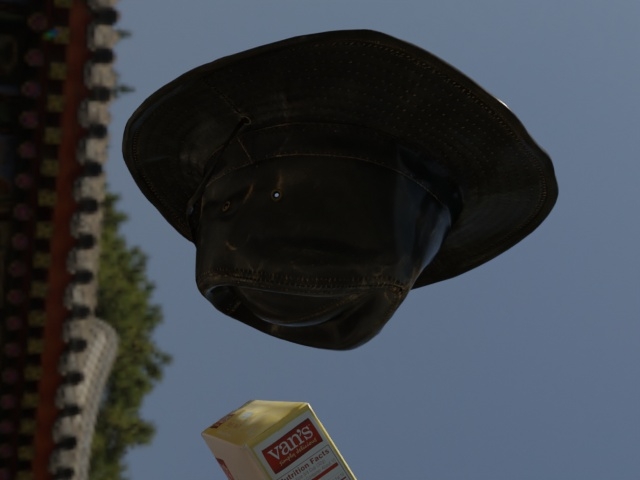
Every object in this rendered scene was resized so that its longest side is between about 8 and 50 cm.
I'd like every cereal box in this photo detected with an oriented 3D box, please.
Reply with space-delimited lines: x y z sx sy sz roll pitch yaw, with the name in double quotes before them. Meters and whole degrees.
"cereal box" 0.020 0.203 0.653 0.240 0.047 0.173 57 -15 0

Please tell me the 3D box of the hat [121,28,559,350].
"hat" 0.000 0.000 0.821 0.331 0.331 0.134 -33 -143 48
